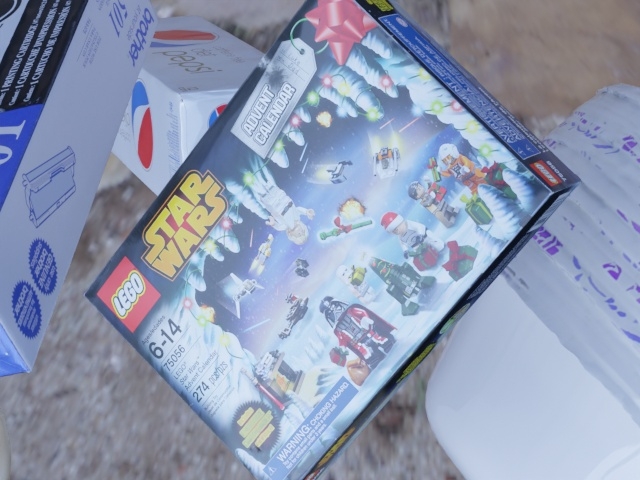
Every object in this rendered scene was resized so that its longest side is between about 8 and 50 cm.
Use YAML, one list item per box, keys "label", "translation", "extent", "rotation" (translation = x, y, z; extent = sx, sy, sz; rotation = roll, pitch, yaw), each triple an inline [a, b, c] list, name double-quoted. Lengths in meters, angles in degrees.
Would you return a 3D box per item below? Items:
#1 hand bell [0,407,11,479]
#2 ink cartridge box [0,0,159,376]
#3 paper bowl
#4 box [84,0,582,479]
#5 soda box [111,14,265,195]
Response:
- label: "hand bell"
  translation: [-0.074, -0.002, 0.312]
  extent: [0.126, 0.126, 0.242]
  rotation: [17, 125, -3]
- label: "ink cartridge box"
  translation: [-0.129, -0.029, 0.712]
  extent: [0.097, 0.207, 0.046]
  rotation: [-11, 127, 20]
- label: "paper bowl"
  translation: [0.152, 0.090, 0.762]
  extent: [0.148, 0.284, 0.284]
  rotation: [-41, 100, 0]
- label: "box"
  translation: [0.000, 0.000, 0.597]
  extent: [0.094, 0.027, 0.137]
  rotation: [45, 116, 14]
- label: "soda box"
  translation: [-0.070, -0.072, 1.083]
  extent: [0.074, 0.216, 0.069]
  rotation: [-7, 108, -18]
